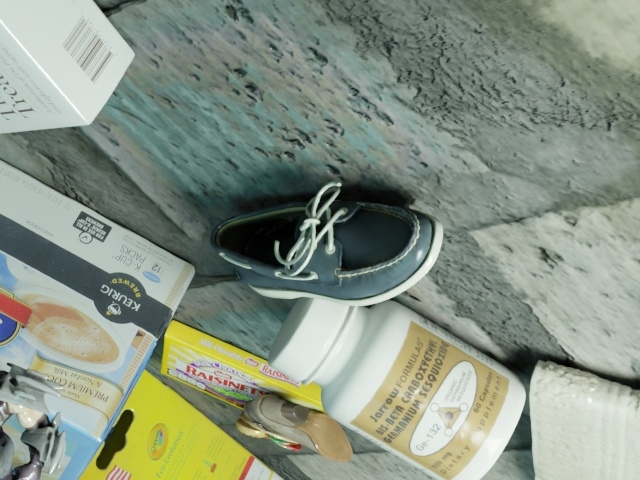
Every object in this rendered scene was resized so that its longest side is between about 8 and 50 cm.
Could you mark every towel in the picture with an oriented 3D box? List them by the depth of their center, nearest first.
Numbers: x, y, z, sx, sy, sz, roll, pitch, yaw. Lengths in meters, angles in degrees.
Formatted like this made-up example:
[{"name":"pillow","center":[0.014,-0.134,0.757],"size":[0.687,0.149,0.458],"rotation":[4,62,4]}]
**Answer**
[{"name":"towel","center":[0.306,0.223,1.492],"size":[0.187,0.049,0.282],"rotation":[13,145,19]}]

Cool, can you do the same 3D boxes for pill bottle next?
[{"name":"pill bottle","center":[0.072,0.133,1.448],"size":[0.229,0.131,0.131],"rotation":[31,149,-7]}]

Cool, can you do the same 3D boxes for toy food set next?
[{"name":"toy food set","center":[-0.059,0.225,1.753],"size":[0.083,0.020,0.083],"rotation":[23,180,2]}]

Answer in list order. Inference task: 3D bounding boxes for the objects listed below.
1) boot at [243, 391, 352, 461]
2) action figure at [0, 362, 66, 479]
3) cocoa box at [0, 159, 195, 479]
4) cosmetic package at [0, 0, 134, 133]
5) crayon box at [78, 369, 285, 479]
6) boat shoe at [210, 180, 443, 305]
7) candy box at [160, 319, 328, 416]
[{"name":"boot","center":[-0.029,0.211,1.680],"size":[0.087,0.042,0.118],"rotation":[-6,136,49]},{"name":"action figure","center":[-0.328,0.192,1.432],"size":[0.185,0.099,0.285],"rotation":[24,142,12]},{"name":"cocoa box","center":[-0.352,0.077,1.584],"size":[0.347,0.228,0.231],"rotation":[29,149,-5]},{"name":"cosmetic package","center":[-0.378,-0.245,1.258],"size":[0.284,0.097,0.377],"rotation":[0,140,41]},{"name":"crayon box","center":[-0.176,0.322,1.847],"size":[0.318,0.202,0.081],"rotation":[44,145,-24]},{"name":"boat shoe","center":[0.000,0.000,1.347],"size":[0.079,0.095,0.254],"rotation":[35,159,-35]},{"name":"candy box","center":[-0.085,0.163,1.708],"size":[0.206,0.027,0.105],"rotation":[23,147,5]}]
